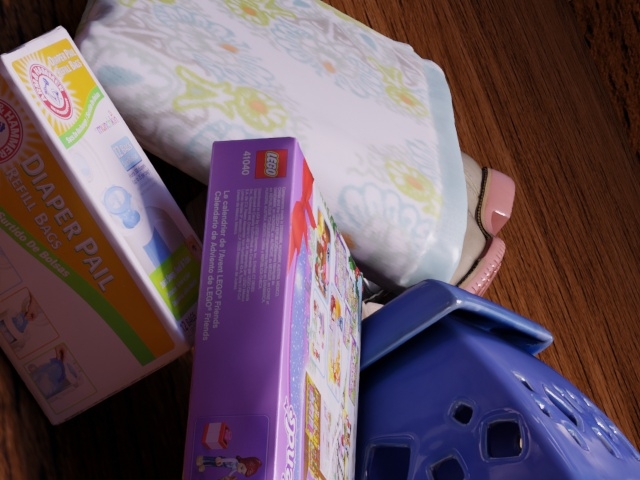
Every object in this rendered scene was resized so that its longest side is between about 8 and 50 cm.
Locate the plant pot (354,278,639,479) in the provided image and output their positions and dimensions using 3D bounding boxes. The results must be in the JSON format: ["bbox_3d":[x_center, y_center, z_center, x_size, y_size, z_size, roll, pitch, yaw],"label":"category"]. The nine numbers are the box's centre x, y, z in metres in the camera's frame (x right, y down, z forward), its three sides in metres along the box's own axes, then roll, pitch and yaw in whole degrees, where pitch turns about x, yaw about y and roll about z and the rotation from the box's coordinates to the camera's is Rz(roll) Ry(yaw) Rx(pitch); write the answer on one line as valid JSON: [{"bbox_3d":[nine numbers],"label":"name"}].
[{"bbox_3d":[0.089,0.166,1.225,0.236,0.236,0.212,23,35,-61],"label":"plant pot"}]

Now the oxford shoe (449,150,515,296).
[{"bbox_3d":[0.093,0.005,1.689,0.146,0.140,0.397,34,21,-4],"label":"oxford shoe"}]

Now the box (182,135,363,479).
[{"bbox_3d":[-0.025,0.112,1.042,0.201,0.057,0.293,64,26,-60],"label":"box"}]

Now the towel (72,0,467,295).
[{"bbox_3d":[-0.041,-0.119,1.355,0.320,0.090,0.374,27,23,-12],"label":"towel"}]

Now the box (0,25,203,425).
[{"bbox_3d":[-0.158,-0.012,1.028,0.203,0.103,0.114,58,18,-7],"label":"box"}]

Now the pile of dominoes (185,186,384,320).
[{"bbox_3d":[0.000,0.000,1.410,0.251,0.040,0.196,15,47,-41],"label":"pile of dominoes"}]

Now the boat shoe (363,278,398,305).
[{"bbox_3d":[0.038,-0.063,1.592,0.113,0.127,0.340,54,31,-33],"label":"boat shoe"}]

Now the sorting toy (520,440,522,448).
[{"bbox_3d":[0.160,0.164,1.700,0.132,0.046,0.274,55,18,-17],"label":"sorting toy"}]
